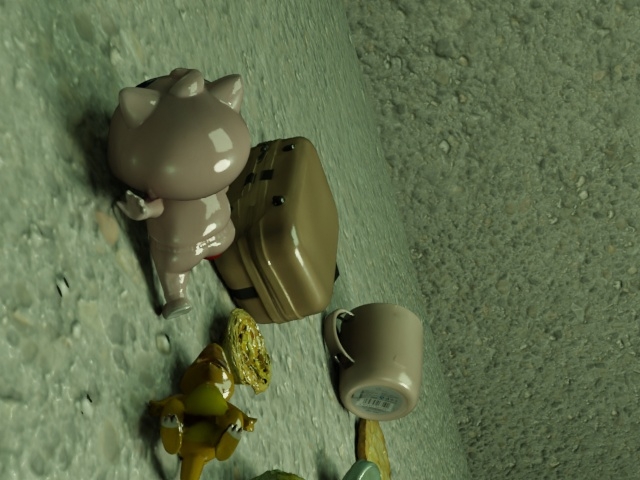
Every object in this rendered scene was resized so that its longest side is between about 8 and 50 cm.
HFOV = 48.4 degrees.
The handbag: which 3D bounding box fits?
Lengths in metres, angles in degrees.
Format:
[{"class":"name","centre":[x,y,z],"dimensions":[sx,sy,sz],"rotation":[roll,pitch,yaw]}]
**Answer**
[{"class":"handbag","centre":[-0.053,0.006,1.166],"dimensions":[0.302,0.149,0.283],"rotation":[-86,156,-52]}]

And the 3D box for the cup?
[{"class":"cup","centre":[0.109,0.257,1.559],"dimensions":[0.252,0.191,0.200],"rotation":[36,38,-24]}]

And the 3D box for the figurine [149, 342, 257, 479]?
[{"class":"figurine","centre":[-0.137,0.207,0.829],"dimensions":[0.176,0.121,0.122],"rotation":[-93,-165,-64]}]

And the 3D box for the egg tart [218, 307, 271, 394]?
[{"class":"egg tart","centre":[-0.112,0.159,1.011],"dimensions":[0.129,0.049,0.129],"rotation":[-18,90,-77]}]

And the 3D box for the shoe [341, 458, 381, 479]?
[{"class":"shoe","centre":[0.068,0.499,1.368],"dimensions":[0.100,0.103,0.251],"rotation":[34,-38,41]}]

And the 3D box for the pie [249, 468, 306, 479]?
[{"class":"pie","centre":[0.012,0.438,0.920],"dimensions":[0.288,0.103,0.355],"rotation":[48,2,-16]}]

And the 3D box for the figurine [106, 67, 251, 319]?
[{"class":"figurine","centre":[-0.171,-0.064,0.831],"dimensions":[0.186,0.176,0.288],"rotation":[37,-38,41]}]

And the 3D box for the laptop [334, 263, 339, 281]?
[{"class":"laptop","centre":[0.000,0.000,1.605],"dimensions":[0.154,0.026,0.207],"rotation":[-41,118,-73]}]

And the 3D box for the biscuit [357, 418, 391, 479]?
[{"class":"biscuit","centre":[0.130,0.532,1.665],"dimensions":[0.203,0.041,0.260],"rotation":[-75,150,-67]}]
